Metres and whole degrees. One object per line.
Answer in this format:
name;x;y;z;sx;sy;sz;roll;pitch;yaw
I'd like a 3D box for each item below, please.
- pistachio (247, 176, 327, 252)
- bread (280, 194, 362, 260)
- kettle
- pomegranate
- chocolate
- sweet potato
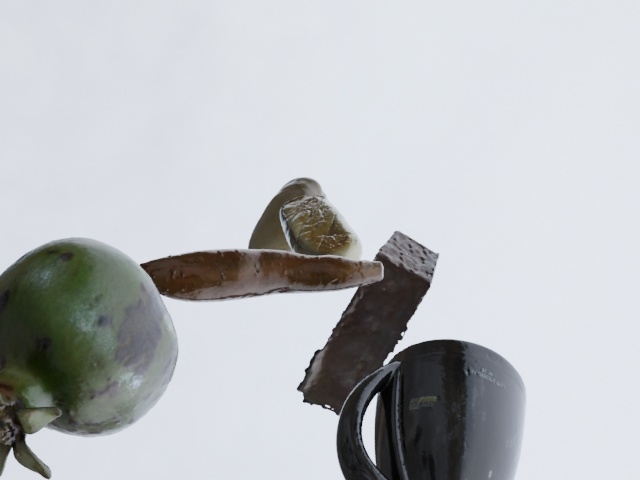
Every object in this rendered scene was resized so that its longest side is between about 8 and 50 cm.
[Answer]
pistachio;-0.055;-0.025;2.790;0.185;0.124;0.124;-44;-143;18
bread;0.000;-0.001;1.811;0.214;0.073;0.053;-128;-163;-67
kettle;0.140;0.289;2.162;0.207;0.268;0.290;-50;-163;40
pomegranate;-0.173;0.079;1.102;0.148;0.148;0.169;-45;-162;41
chocolate;0.077;0.132;2.519;0.321;0.112;0.112;-63;178;34
sweet potato;-0.068;0.033;1.622;0.057;0.264;0.057;177;-90;-80
